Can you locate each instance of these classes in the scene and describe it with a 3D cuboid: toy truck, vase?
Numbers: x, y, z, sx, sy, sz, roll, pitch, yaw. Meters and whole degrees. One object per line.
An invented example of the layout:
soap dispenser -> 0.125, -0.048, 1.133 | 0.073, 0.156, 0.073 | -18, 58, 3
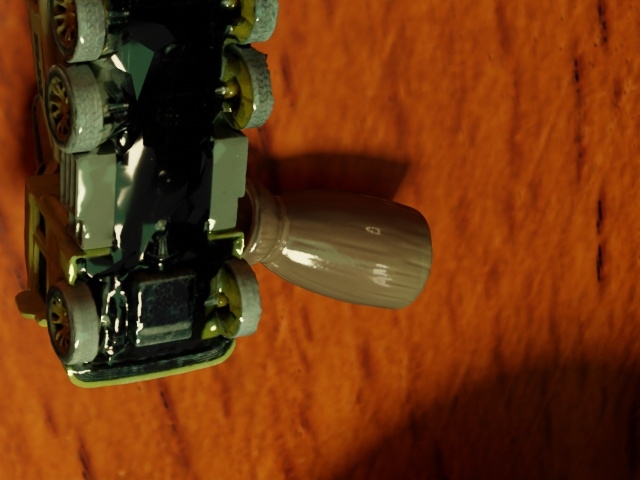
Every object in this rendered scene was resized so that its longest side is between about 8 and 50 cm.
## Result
toy truck -> -0.080, -0.047, 0.705 | 0.085, 0.116, 0.191 | -10, 120, -25
vase -> 0.000, 0.000, 0.837 | 0.101, 0.053, 0.053 | 12, 118, -34
